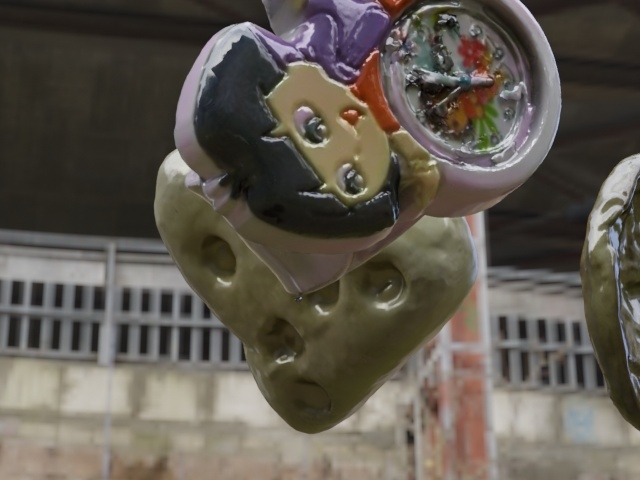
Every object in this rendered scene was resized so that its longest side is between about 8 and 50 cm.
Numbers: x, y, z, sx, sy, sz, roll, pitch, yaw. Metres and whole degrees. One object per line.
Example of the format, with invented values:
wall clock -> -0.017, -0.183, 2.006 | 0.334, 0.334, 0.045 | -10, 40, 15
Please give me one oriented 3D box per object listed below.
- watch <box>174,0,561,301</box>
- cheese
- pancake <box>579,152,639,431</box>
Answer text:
watch -> 0.000, -0.072, 1.054 | 0.196, 0.244, 0.231 | 50, -26, -11
cheese -> 0.000, 0.000, 1.789 | 0.130, 0.351, 0.328 | -27, -7, -46
pancake -> 0.281, 0.048, 1.406 | 0.050, 0.241, 0.242 | -8, -26, 40
